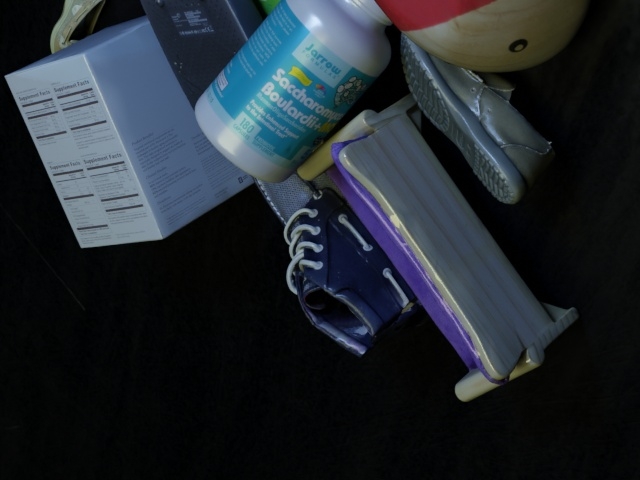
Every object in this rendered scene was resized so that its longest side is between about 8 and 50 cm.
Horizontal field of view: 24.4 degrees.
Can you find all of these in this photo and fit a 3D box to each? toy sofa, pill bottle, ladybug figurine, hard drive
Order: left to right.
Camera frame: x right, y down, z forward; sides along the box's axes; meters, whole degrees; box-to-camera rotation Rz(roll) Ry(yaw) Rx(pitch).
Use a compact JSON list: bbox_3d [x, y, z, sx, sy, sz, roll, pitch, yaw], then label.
[{"bbox_3d":[-0.124,-0.236,1.890,0.172,0.054,0.255,1,125,47],"label":"hard drive"},{"bbox_3d":[-0.018,-0.205,1.745,0.146,0.146,0.264,45,109,11],"label":"pill bottle"},{"bbox_3d":[0.127,0.017,1.787,0.363,0.177,0.150,54,139,0],"label":"toy sofa"},{"bbox_3d":[0.116,-0.373,1.543,0.305,0.162,0.449,-15,105,48],"label":"ladybug figurine"}]

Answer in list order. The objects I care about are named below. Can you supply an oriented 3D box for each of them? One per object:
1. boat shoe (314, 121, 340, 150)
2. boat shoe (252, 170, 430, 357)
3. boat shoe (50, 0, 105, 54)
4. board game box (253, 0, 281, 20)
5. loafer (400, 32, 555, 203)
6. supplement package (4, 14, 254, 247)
[{"bbox_3d":[0.002,-0.194,1.855,0.072,0.068,0.190,0,116,31],"label":"boat shoe"},{"bbox_3d":[0.000,0.000,1.910,0.340,0.158,0.127,41,138,16],"label":"boat shoe"},{"bbox_3d":[-0.344,-0.305,2.121,0.048,0.056,0.153,45,132,18],"label":"boat shoe"},{"bbox_3d":[-0.088,-0.314,1.880,0.124,0.039,0.259,29,136,27],"label":"board game box"},{"bbox_3d":[0.179,-0.157,1.703,0.251,0.087,0.094,56,167,15],"label":"loafer"},{"bbox_3d":[-0.254,-0.154,2.021,0.198,0.199,0.263,-6,112,47],"label":"supplement package"}]
